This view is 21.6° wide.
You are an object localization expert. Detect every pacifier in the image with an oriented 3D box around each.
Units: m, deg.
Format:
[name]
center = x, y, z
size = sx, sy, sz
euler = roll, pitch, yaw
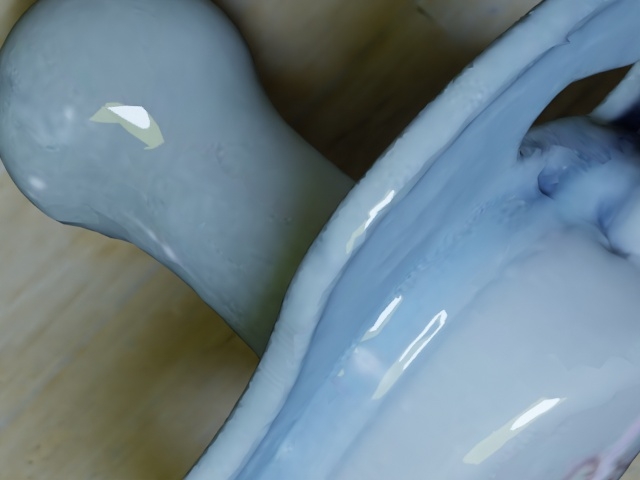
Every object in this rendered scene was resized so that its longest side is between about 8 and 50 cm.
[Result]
[pacifier]
center = 0.000, 0.000, 0.497
size = 0.226, 0.238, 0.287
euler = 43, 122, 14
